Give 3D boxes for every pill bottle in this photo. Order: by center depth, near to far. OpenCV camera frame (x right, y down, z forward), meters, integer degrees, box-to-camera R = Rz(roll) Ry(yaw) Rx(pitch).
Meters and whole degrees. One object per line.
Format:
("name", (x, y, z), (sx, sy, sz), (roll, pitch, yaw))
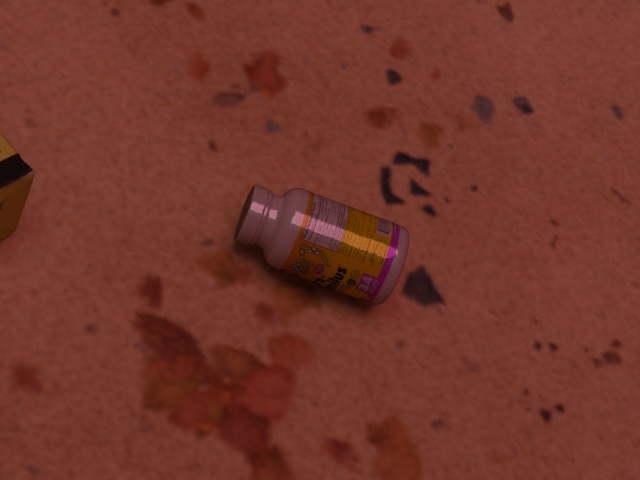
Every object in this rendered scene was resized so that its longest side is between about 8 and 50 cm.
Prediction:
("pill bottle", (0.000, 0.000, 0.880), (0.083, 0.043, 0.043), (20, 53, -8))

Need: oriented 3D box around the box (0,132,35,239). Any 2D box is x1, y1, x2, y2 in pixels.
("box", (-0.242, -0.085, 0.828), (0.087, 0.058, 0.232), (-33, 76, -35))
